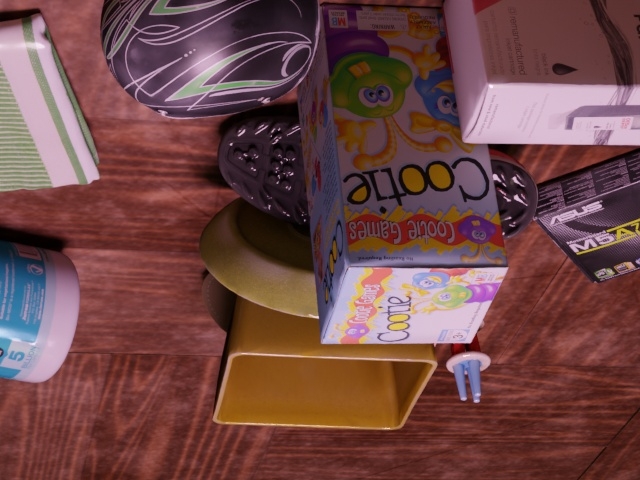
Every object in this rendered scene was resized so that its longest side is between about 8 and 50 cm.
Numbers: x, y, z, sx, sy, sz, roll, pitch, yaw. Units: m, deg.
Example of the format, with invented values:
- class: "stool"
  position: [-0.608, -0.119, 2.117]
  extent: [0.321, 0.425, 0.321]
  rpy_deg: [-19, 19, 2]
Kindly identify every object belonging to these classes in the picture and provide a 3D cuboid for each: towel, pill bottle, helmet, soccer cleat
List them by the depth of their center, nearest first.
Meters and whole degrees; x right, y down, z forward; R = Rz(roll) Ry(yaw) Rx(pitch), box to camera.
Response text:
- class: "helmet"
  position: [-0.099, -0.183, 1.406]
  extent: [0.161, 0.169, 0.169]
  rpy_deg: [-8, 153, -29]
- class: "towel"
  position: [-0.391, -0.115, 1.595]
  extent: [0.325, 0.038, 0.248]
  rpy_deg: [-6, 148, 4]
- class: "soccer cleat"
  position: [0.056, -0.065, 1.697]
  extent: [0.318, 0.108, 0.116]
  rpy_deg: [8, -167, -1]
- class: "pill bottle"
  position: [-0.398, 0.060, 1.779]
  extent: [0.264, 0.146, 0.146]
  rpy_deg: [13, 145, -28]

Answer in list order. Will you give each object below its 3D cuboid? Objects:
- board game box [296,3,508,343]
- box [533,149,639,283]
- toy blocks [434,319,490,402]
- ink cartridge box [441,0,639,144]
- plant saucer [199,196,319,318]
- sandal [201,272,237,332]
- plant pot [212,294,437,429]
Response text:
- class: "board game box"
  position: [0.068, -0.060, 1.527]
  extent: [0.142, 0.275, 0.144]
  rpy_deg: [1, 149, -10]
- class: "box"
  position: [0.349, -0.031, 1.850]
  extent: [0.191, 0.045, 0.184]
  rpy_deg: [-20, 149, 21]
- class: "toy blocks"
  position: [0.141, 0.107, 1.946]
  extent: [0.123, 0.148, 0.054]
  rpy_deg: [19, 141, -36]
- class: "ink cartridge box"
  position: [0.229, -0.169, 1.484]
  extent: [0.218, 0.158, 0.092]
  rpy_deg: [1, 148, -11]
- class: "plant saucer"
  position: [0.000, 0.000, 1.694]
  extent: [0.241, 0.241, 0.037]
  rpy_deg: [2, 120, -12]
- class: "sandal"
  position: [-0.024, 0.092, 1.958]
  extent: [0.240, 0.088, 0.079]
  rpy_deg: [17, -179, -4]
- class: "plant pot"
  position: [-0.001, 0.078, 1.818]
  extent: [0.212, 0.187, 0.212]
  rpy_deg: [3, 155, -8]
